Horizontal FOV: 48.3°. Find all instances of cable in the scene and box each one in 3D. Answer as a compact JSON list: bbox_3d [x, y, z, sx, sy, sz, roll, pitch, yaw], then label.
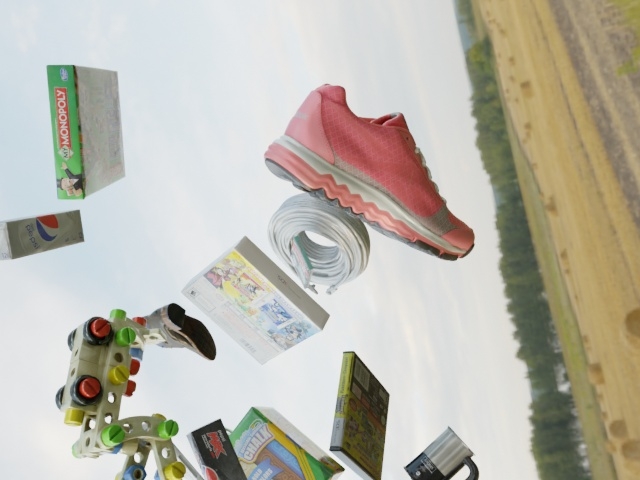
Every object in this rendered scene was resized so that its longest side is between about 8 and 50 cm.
[{"bbox_3d":[0.000,0.000,1.712,0.257,0.257,0.089,43,-133,-16],"label":"cable"}]

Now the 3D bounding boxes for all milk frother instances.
[{"bbox_3d":[0.271,0.492,1.534,0.129,0.135,0.143,48,178,18],"label":"milk frother"}]

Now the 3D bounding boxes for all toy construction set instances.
[{"bbox_3d":[-0.327,0.242,1.196,0.215,0.151,0.328,27,-145,-35],"label":"toy construction set"}]

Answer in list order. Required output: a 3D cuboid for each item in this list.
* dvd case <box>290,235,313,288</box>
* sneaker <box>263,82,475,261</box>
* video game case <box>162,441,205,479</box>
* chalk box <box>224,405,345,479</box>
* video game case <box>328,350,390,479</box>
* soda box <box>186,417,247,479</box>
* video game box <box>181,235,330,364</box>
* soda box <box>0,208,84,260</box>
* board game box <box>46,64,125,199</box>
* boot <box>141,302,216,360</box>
[{"bbox_3d":[-0.044,0.051,1.609,0.119,0.013,0.087,106,141,-64],"label":"dvd case"},{"bbox_3d":[0.091,-0.077,0.852,0.314,0.136,0.116,27,-179,-32],"label":"sneaker"},{"bbox_3d":[-0.434,0.673,2.177,0.023,0.201,0.183,-42,-77,-26],"label":"video game case"},{"bbox_3d":[-0.120,0.478,1.551,0.289,0.179,0.180,37,177,15],"label":"chalk box"},{"bbox_3d":[0.103,0.444,1.767,0.275,0.035,0.248,54,-143,-47],"label":"video game case"},{"bbox_3d":[-0.162,0.386,1.185,0.169,0.060,0.053,64,154,11],"label":"soda box"},{"bbox_3d":[-0.116,0.109,1.237,0.205,0.187,0.048,44,-135,-12],"label":"video game box"},{"bbox_3d":[-0.706,-0.015,1.752,0.286,0.098,0.091,-26,-70,-71],"label":"soda box"},{"bbox_3d":[-0.409,-0.199,1.272,0.317,0.046,0.213,-107,17,-78],"label":"board game box"},{"bbox_3d":[-0.361,0.242,1.825,0.219,0.106,0.082,54,-149,-35],"label":"boot"}]
